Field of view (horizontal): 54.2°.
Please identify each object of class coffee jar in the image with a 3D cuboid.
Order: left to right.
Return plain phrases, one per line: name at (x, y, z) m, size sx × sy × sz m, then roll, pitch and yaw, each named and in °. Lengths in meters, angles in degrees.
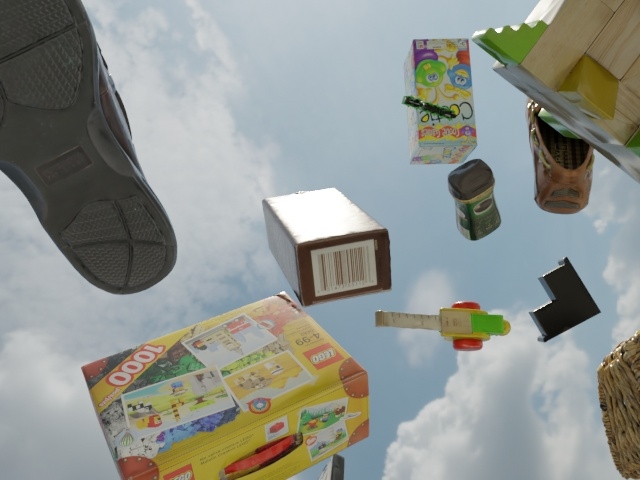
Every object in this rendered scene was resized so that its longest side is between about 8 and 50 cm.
coffee jar at (0.329, -0.087, 1.340) m, size 0.096 × 0.079 × 0.184 m, roll -31°, pitch -41°, yaw -3°

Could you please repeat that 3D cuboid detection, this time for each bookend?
bookend at (0.578, 0.148, 1.556) m, size 0.157 × 0.072 × 0.156 m, roll -30°, pitch -100°, yaw 2°

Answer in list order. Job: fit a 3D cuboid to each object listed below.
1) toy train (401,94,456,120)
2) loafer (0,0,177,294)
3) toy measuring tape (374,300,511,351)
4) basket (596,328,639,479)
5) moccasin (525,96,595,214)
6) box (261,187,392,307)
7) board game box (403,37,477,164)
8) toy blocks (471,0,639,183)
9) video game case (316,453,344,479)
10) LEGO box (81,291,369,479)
toy train at (0.151, -0.185, 0.874) m, size 0.083 × 0.023 × 0.017 m, roll 14°, pitch -80°, yaw -19°
loafer at (-0.195, -0.096, 0.454) m, size 0.109 × 0.095 × 0.303 m, roll -22°, pitch -56°, yaw -7°
toy measuring tape at (0.276, 0.197, 1.445) m, size 0.329 × 0.121 × 0.122 m, roll 3°, pitch -95°, yaw -9°
basket at (0.608, 0.235, 1.014) m, size 0.223 × 0.299 × 0.214 m, roll 83°, pitch 172°, yaw -59°
moccasin at (0.450, -0.229, 1.175) m, size 0.147 × 0.139 × 0.380 m, roll 80°, pitch -155°, yaw -50°
box at (0.000, 0.000, 1.361) m, size 0.191 × 0.381 × 0.143 m, roll -10°, pitch -69°, yaw -11°
board game box at (0.294, -0.343, 1.563) m, size 0.141 × 0.144 × 0.276 m, roll -2°, pitch -101°, yaw -2°
toy blocks at (0.391, -0.213, 0.683) m, size 0.381 × 0.191 × 0.261 m, roll 34°, pitch -81°, yaw -10°
video game case at (-0.024, 0.630, 1.325) m, size 0.035 × 0.275 × 0.248 m, roll 27°, pitch -71°, yaw -6°
LEGO box at (-0.204, 0.347, 1.343) m, size 0.499 × 0.372 × 0.193 m, roll -19°, pitch -58°, yaw -25°
